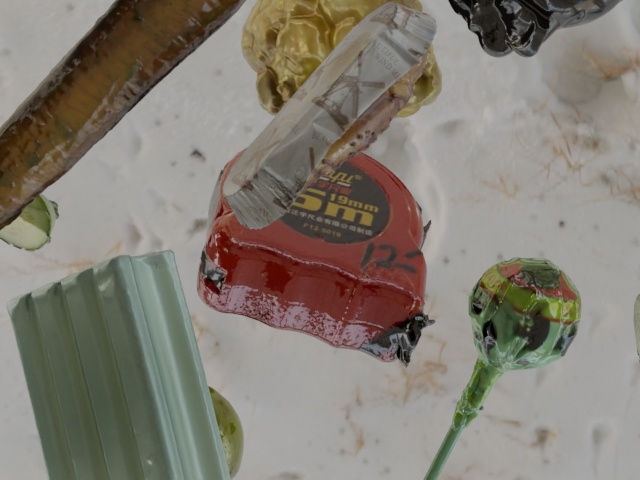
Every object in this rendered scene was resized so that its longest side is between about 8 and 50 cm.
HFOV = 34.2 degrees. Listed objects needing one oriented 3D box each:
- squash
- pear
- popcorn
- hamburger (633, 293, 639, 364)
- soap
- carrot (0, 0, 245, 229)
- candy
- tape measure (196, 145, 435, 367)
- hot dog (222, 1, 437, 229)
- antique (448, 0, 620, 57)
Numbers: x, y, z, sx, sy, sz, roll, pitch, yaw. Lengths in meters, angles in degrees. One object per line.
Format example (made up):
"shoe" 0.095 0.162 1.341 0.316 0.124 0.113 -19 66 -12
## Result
"squash" -0.357 -0.025 1.268 0.090 0.200 0.075 7 88 -5
"pear" -0.145 0.236 1.244 0.107 0.107 0.131 -4 107 14
"popcorn" 0.039 -0.362 1.901 0.344 0.390 0.354 -1 131 -21
"hamburger" 0.457 0.123 1.389 0.062 0.133 0.140 -7 69 -2
"soap" -0.177 0.157 0.937 0.160 0.087 0.265 -20 82 34
"carrot" -0.163 -0.091 0.711 0.066 0.066 0.314 43 95 -8
"candy" 0.128 0.154 0.886 0.091 0.083 0.305 28 105 19
"tape measure" -0.001 0.000 1.133 0.253 0.260 0.114 17 130 -5
"hot dog" 0.009 -0.085 0.704 0.053 0.099 0.192 45 79 -24
"antique" 0.347 -0.437 1.649 0.322 0.185 0.255 -11 132 20
